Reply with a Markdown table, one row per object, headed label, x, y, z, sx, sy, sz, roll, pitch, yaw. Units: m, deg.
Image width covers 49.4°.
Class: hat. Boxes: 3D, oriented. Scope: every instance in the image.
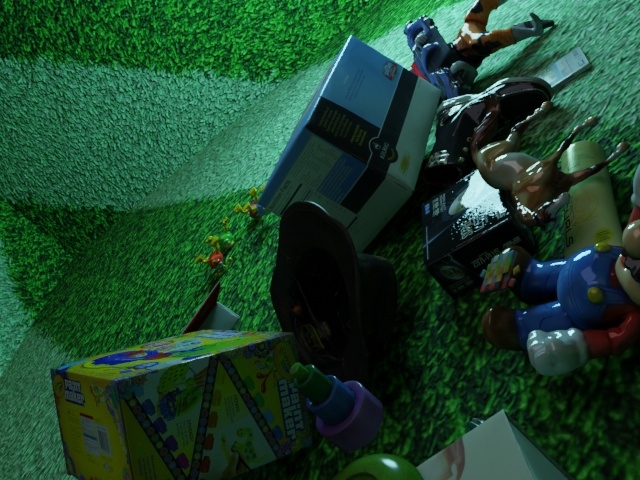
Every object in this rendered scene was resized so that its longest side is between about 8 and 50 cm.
| label | x | y | z | sx | sy | sz | roll | pitch | yaw |
| --- | --- | --- | --- | --- | --- | --- | --- | --- | --- |
| hat | 0.039 | 0.096 | 1.058 | 0.134 | 0.331 | 0.331 | -9 | 9 | -25 |

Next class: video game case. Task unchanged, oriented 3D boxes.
| label | x | y | z | sx | sy | sz | roll | pitch | yaw |
| --- | --- | --- | --- | --- | --- | --- | --- | --- | --- |
| video game case | 0.437 | -0.306 | 1.295 | 0.122 | 0.011 | 0.087 | -33 | 26 | 26 |

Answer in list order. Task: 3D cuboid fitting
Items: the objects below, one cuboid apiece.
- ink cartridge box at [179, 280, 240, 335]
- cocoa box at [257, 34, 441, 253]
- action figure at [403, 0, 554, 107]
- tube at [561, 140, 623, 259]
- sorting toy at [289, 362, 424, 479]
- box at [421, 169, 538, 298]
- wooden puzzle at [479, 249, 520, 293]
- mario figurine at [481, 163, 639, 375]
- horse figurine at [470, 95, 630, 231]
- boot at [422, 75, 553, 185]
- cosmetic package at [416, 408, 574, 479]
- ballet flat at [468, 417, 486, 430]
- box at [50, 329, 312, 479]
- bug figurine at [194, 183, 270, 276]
| label | x | y | z | sx | sy | sz | roll | pitch | yaw |
| --- | --- | --- | --- | --- | --- | --- | --- | --- | --- |
| ink cartridge box | -0.261 | 0.247 | 1.330 | 0.296 | 0.066 | 0.261 | -56 | 0 | -25 |
| cocoa box | 0.063 | -0.189 | 1.369 | 0.231 | 0.228 | 0.347 | -53 | 11 | 45 |
| action figure | 0.331 | -0.373 | 1.485 | 0.330 | 0.178 | 0.341 | -37 | 53 | 33 |
| tube | 0.354 | -0.037 | 0.914 | 0.062 | 0.070 | 0.240 | 7 | 48 | 8 |
| sorting toy | 0.007 | 0.225 | 0.571 | 0.127 | 0.126 | 0.365 | -38 | 24 | 17 |
| box | 0.236 | -0.021 | 1.059 | 0.147 | 0.077 | 0.180 | -32 | 26 | 26 |
| wooden puzzle | 0.214 | 0.038 | 0.835 | 0.083 | 0.006 | 0.049 | -31 | 35 | 66 |
| mario figurine | 0.297 | 0.027 | 0.731 | 0.170 | 0.198 | 0.320 | -8 | -10 | -35 |
| horse figurine | 0.288 | -0.115 | 0.967 | 0.174 | 0.066 | 0.263 | -43 | 37 | 0 |
| boot | 0.297 | -0.192 | 1.259 | 0.236 | 0.085 | 0.178 | -9 | 50 | 44 |
| cosmetic package | 0.101 | 0.308 | 0.625 | 0.296 | 0.153 | 0.129 | -37 | 24 | 14 |
| ballet flat | 0.203 | 0.225 | 0.753 | 0.041 | 0.041 | 0.114 | -44 | 23 | 1 |
| box | -0.216 | 0.251 | 1.054 | 0.279 | 0.177 | 0.290 | -10 | 1 | -38 |
| bug figurine | -0.217 | -0.034 | 1.864 | 0.279 | 0.072 | 0.216 | -47 | 16 | 7 |
